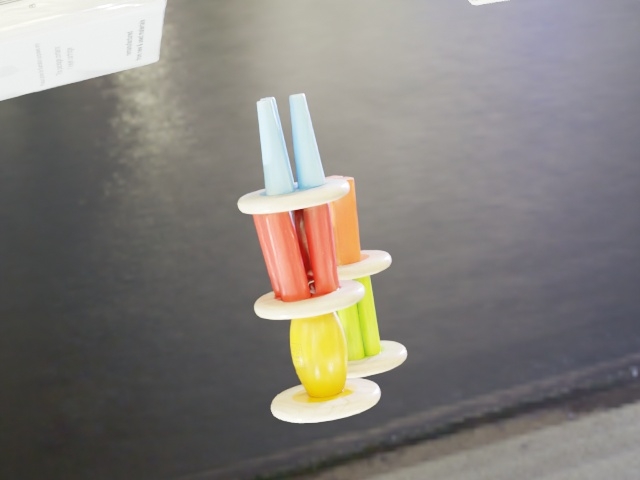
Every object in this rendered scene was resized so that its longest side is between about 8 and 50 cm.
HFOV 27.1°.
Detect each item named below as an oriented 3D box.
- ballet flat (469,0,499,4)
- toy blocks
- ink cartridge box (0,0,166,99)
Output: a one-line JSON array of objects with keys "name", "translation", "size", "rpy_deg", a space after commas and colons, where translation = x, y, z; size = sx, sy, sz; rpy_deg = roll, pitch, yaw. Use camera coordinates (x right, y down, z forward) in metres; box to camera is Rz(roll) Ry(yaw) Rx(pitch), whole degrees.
[{"name": "ballet flat", "translation": [0.101, -0.317, 0.690], "size": [0.147, 0.409, 0.147], "rpy_deg": [11, -1, 0]}, {"name": "toy blocks", "translation": [0.000, 0.000, 0.649], "size": [0.054, 0.148, 0.123], "rpy_deg": [-6, 10, 15]}, {"name": "ink cartridge box", "translation": [-0.242, -0.171, 0.727], "size": [0.273, 0.197, 0.114], "rpy_deg": [-15, -8, -12]}]
